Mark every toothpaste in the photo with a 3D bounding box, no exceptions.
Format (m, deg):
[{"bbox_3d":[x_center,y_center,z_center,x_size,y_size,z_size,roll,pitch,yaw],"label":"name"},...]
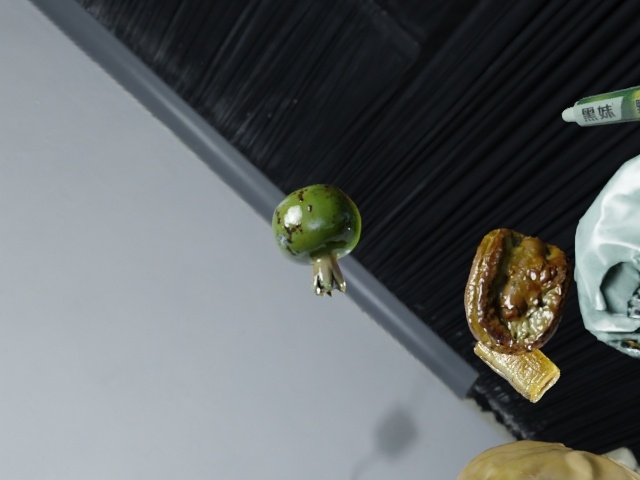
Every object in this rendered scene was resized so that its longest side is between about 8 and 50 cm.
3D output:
[{"bbox_3d":[0.321,-0.138,0.733,0.031,0.204,0.049,-41,108,-19],"label":"toothpaste"}]

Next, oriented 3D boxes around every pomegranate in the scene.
[{"bbox_3d":[0.000,0.000,0.904,0.114,0.114,0.142,0,67,-36],"label":"pomegranate"}]

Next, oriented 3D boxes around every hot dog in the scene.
[{"bbox_3d":[0.199,0.047,0.745,0.099,0.065,0.147,22,53,11],"label":"hot dog"}]

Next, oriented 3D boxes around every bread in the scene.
[{"bbox_3d":[0.308,0.188,1.153,0.132,0.074,0.053,40,3,31],"label":"bread"}]

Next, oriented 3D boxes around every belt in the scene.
[{"bbox_3d":[0.367,0.018,0.674,0.257,0.207,0.150,20,14,39],"label":"belt"}]

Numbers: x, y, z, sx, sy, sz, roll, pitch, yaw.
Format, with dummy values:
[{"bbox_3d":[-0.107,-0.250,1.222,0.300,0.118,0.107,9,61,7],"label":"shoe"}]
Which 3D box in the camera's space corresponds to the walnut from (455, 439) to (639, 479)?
[{"bbox_3d":[0.325,0.467,0.988,0.384,0.383,0.383,19,51,-25],"label":"walnut"}]
